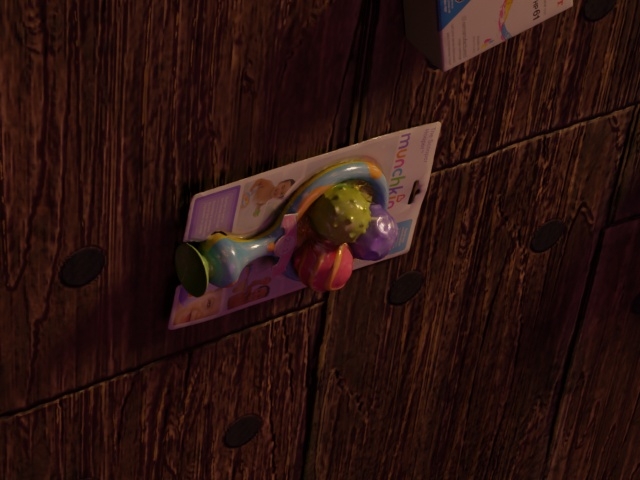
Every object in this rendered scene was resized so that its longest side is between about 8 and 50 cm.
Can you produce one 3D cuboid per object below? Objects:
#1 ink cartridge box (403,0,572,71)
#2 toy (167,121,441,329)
[{"bbox_3d":[0.124,-0.193,1.367,0.122,0.052,0.088,-29,141,-18],"label":"ink cartridge box"},{"bbox_3d":[0.000,0.000,1.444,0.237,0.056,0.137,-15,137,-30],"label":"toy"}]
